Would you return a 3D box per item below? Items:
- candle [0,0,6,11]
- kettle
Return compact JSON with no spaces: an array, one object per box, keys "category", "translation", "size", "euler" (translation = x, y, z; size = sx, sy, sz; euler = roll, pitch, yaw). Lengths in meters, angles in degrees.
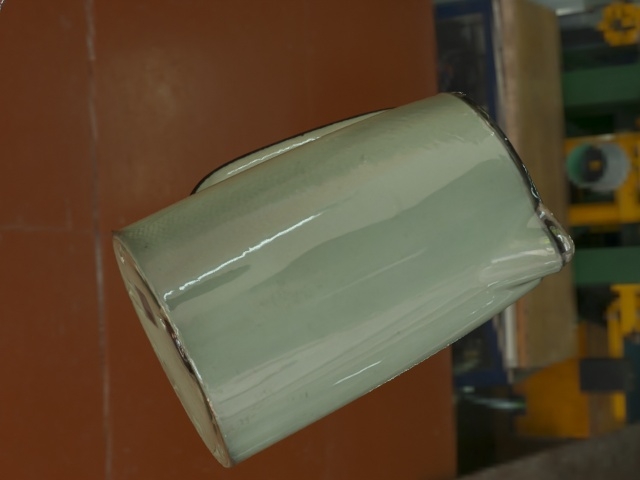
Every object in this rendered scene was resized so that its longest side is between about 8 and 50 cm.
[{"category":"candle","translation":[-0.378,-0.290,1.280],"size":[0.317,0.131,0.287],"euler":[-16,110,-53]},{"category":"kettle","translation":[0.000,0.000,0.918],"size":[0.255,0.240,0.165],"euler":[-28,129,-12]}]
